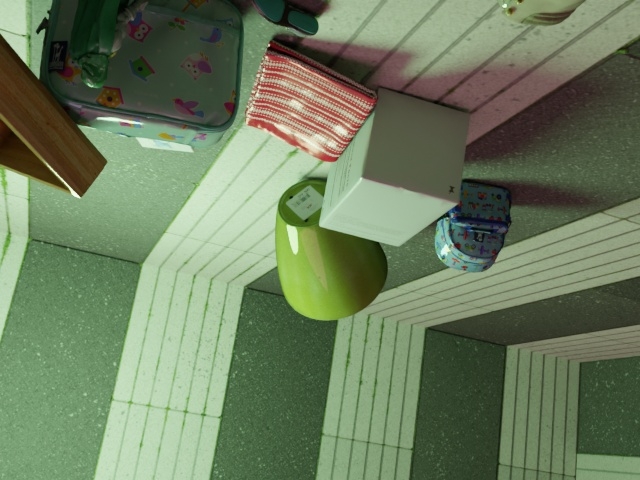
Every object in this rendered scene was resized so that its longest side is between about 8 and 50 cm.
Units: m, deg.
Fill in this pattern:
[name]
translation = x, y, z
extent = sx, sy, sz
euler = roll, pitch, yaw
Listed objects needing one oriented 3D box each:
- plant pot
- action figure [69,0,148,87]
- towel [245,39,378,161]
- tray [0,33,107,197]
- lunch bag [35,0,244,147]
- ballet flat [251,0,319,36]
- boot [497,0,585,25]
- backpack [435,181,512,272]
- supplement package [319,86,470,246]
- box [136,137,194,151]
[plant pot]
translation = 0.000, 0.000, 1.740
extent = 0.275, 0.274, 0.293
euler = 3, 146, 18
[action figure]
translation = -0.258, -0.293, 0.898
extent = 0.137, 0.232, 0.063
euler = -3, 160, 36
[towel]
translation = -0.027, -0.227, 1.268
extent = 0.199, 0.031, 0.275
euler = 25, 161, -6
[tray]
translation = -0.449, -0.220, 0.896
extent = 0.203, 0.076, 0.411
euler = 19, 157, 27
[lunch bag]
translation = -0.250, -0.261, 1.031
extent = 0.279, 0.224, 0.108
euler = 9, 169, -22
[ballet flat]
translation = -0.057, -0.321, 1.045
extent = 0.114, 0.041, 0.041
euler = 21, 159, -32
[boot]
translation = 0.244, -0.320, 0.834
extent = 0.213, 0.077, 0.165
euler = 12, 165, -22
[backpack]
translation = 0.328, -0.025, 1.581
extent = 0.158, 0.173, 0.117
euler = 12, 163, -8
[supplement package]
translation = 0.128, -0.123, 1.353
extent = 0.178, 0.175, 0.293
euler = 15, 162, -11
[box]
translation = -0.278, -0.248, 1.253
extent = 0.103, 0.114, 0.203
euler = 7, 163, 9
